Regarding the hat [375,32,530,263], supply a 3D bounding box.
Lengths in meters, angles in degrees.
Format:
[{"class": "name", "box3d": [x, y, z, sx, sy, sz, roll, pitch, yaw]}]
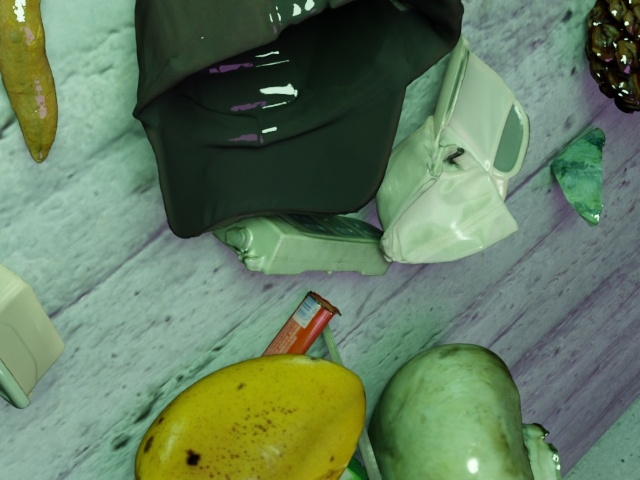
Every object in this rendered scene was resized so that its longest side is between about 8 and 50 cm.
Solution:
[{"class": "hat", "box3d": [0.127, -0.103, 1.037, 0.164, 0.226, 0.219, -18, 154, 26]}]

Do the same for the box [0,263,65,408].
[{"class": "box", "box3d": [-0.252, 0.064, 0.730, 0.062, 0.089, 0.122, -47, 151, -27]}]

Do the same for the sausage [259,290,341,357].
[{"class": "sausage", "box3d": [-0.037, 0.129, 1.124, 0.050, 0.048, 0.145, 34, 95, -36]}]

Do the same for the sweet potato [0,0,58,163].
[{"class": "sweet potato", "box3d": [-0.197, -0.133, 0.638, 0.044, 0.044, 0.179, -23, 132, -40]}]

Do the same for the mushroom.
[{"class": "mushroom", "box3d": [0.200, 0.316, 1.374, 0.260, 0.352, 0.352, 0, 132, -8]}]

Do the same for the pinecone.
[{"class": "pinecone", "box3d": [0.443, -0.251, 1.213, 0.221, 0.221, 0.221, -34, 145, -28]}]

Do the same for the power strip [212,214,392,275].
[{"class": "power strip", "box3d": [-0.001, 0.002, 1.005, 0.286, 0.080, 0.048, 7, 115, -57]}]

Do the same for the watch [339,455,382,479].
[{"class": "watch", "box3d": [-0.017, 0.322, 1.284, 0.131, 0.165, 0.152, -53, 130, -10]}]

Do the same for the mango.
[{"class": "mango", "box3d": [-0.080, 0.228, 1.028, 0.290, 0.191, 0.160, -38, 154, -11]}]

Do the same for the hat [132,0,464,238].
[{"class": "hat", "box3d": [-0.046, -0.157, 0.734, 0.238, 0.209, 0.336, -11, 153, -21]}]

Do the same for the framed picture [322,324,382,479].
[{"class": "framed picture", "box3d": [0.042, 0.219, 1.194, 0.015, 0.150, 0.203, -18, 129, -2]}]

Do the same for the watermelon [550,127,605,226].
[{"class": "watermelon", "box3d": [0.387, -0.089, 1.420, 0.180, 0.081, 0.094, -70, 149, -50]}]
